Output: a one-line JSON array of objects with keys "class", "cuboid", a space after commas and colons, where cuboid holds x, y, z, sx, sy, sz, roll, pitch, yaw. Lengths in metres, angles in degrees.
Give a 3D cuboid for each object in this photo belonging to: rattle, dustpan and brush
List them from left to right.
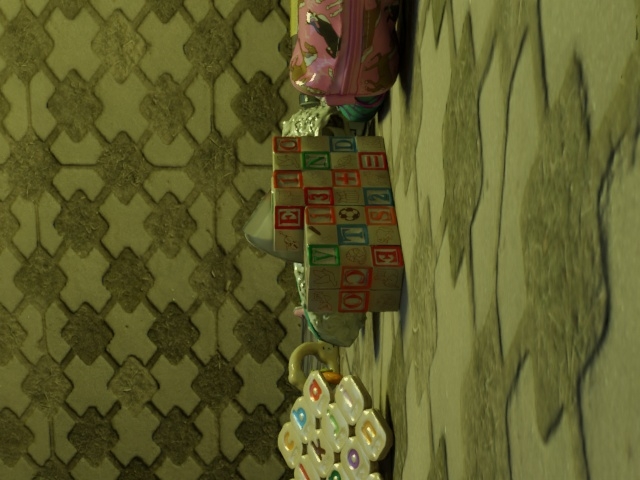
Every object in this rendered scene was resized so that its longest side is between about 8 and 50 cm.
[{"class": "dustpan and brush", "cuboid": [0.000, 0.000, 1.587, 0.147, 0.211, 0.060, -59, -16, -47]}, {"class": "rattle", "cuboid": [0.014, 0.243, 2.315, 0.200, 0.130, 0.143, -60, -4, -37]}]

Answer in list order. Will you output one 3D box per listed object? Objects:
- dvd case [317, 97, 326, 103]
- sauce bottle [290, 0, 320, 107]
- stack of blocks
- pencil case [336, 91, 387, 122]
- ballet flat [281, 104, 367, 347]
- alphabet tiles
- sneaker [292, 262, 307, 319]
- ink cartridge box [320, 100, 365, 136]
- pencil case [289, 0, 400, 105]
[{"class": "dvd case", "cuboid": [0.024, -0.315, 1.724, 0.165, 0.018, 0.221, -62, 20, 8]}, {"class": "sauce bottle", "cuboid": [-0.016, -0.479, 2.394, 0.111, 0.111, 0.345, 143, 127, -85]}, {"class": "stack of blocks", "cuboid": [0.017, -0.030, 1.499, 0.297, 0.171, 0.087, -95, 7, -49]}, {"class": "pencil case", "cuboid": [0.063, -0.222, 1.583, 0.151, 0.064, 0.070, 151, 94, -85]}, {"class": "ballet flat", "cuboid": [0.022, -0.036, 1.685, 0.147, 0.146, 0.409, 106, 155, -76]}, {"class": "alphabet tiles", "cuboid": [0.022, 0.349, 1.578, 0.278, 0.021, 0.284, 55, 131, 42]}, {"class": "sneaker", "cuboid": [0.009, -0.005, 1.883, 0.112, 0.131, 0.319, 102, 167, -76]}, {"class": "ink cartridge box", "cuboid": [0.039, -0.245, 1.868, 0.175, 0.072, 0.128, 101, 169, -72]}, {"class": "pencil case", "cuboid": [0.039, -0.365, 1.307, 0.167, 0.160, 0.386, -35, -38, -38]}]
